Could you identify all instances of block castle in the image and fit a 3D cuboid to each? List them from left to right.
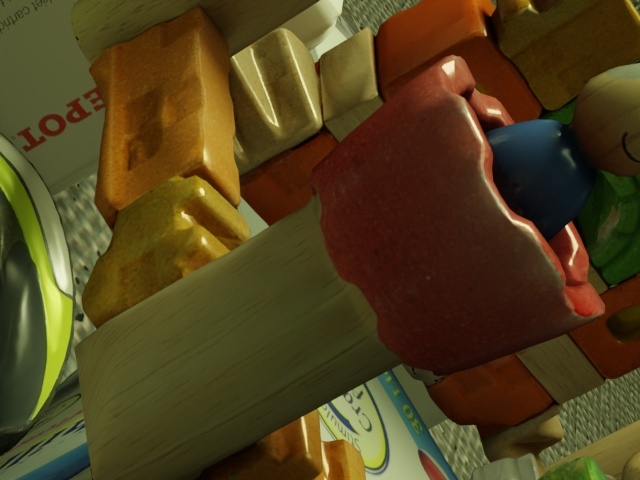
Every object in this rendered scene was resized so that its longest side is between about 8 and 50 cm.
[{"bbox_3d":[0.113,0.051,0.667,0.453,0.213,0.303,47,21,-34],"label":"block castle"}]

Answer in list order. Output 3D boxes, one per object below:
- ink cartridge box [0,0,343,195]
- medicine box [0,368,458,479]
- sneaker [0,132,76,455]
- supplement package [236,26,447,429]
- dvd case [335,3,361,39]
[{"bbox_3d":[-0.145,-0.190,0.829,0.283,0.207,0.117,52,23,-26],"label":"ink cartridge box"},{"bbox_3d":[-0.026,0.173,0.692,0.263,0.149,0.289,59,17,-5],"label":"medicine box"},{"bbox_3d":[-0.204,-0.042,0.636,0.300,0.111,0.121,55,24,13],"label":"sneaker"},{"bbox_3d":[0.000,0.000,1.030,0.194,0.149,0.203,39,27,-50],"label":"supplement package"},{"bbox_3d":[0.001,-0.218,1.536,0.221,0.018,0.164,49,13,-43],"label":"dvd case"}]
